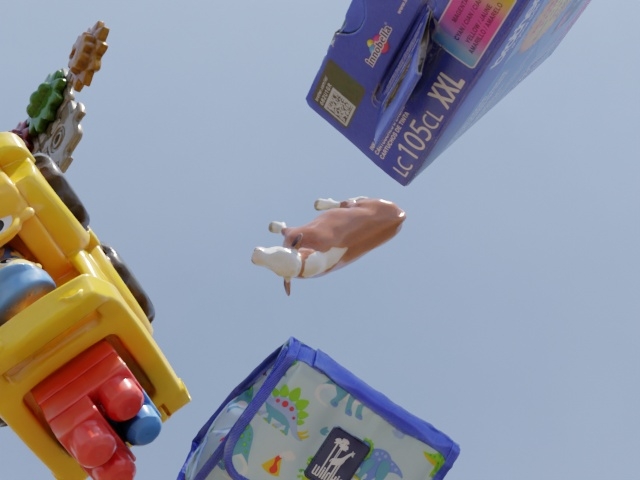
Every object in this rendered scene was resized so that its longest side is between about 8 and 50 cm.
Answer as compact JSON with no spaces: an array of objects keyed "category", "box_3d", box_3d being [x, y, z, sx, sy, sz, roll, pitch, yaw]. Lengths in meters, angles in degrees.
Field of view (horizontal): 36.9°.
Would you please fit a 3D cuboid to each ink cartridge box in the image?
[{"category":"ink cartridge box","box_3d":[0.151,-0.236,0.940,0.151,0.395,0.270,42,-39,10]}]

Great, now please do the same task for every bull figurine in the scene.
[{"category":"bull figurine","box_3d":[0.000,0.000,1.667,0.310,0.188,0.101,-20,-69,-29]}]

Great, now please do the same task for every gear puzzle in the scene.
[{"category":"gear puzzle","box_3d":[-0.347,-0.121,1.160,0.044,0.175,0.339,22,-63,-35]}]

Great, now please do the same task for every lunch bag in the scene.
[{"category":"lunch bag","box_3d":[-0.006,0.143,0.605,0.129,0.096,0.151,33,-61,-10]}]

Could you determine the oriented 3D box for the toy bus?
[{"category":"toy bus","box_3d":[-0.186,0.066,0.651,0.149,0.211,0.220,-35,-51,-13]}]
